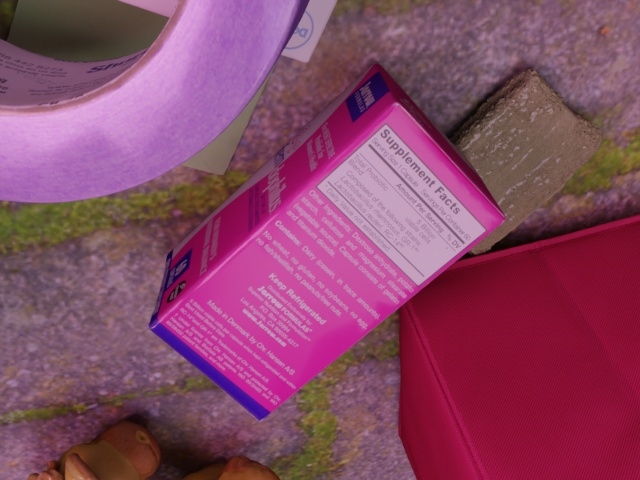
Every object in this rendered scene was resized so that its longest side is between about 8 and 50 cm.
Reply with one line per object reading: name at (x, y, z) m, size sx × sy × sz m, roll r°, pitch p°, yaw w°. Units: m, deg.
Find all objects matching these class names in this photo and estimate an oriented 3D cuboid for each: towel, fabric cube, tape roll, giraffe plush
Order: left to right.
tape roll at (-0.134, -0.158, 0.359) m, size 0.275 × 0.090 × 0.275 m, roll 3°, pitch 117°, yaw 6°
giraffe plush at (-0.160, 0.232, 0.685) m, size 0.170 × 0.210 × 0.181 m, roll 44°, pitch 110°, yaw -8°
towel at (0.139, -0.056, 0.632) m, size 0.110 × 0.027 × 0.148 m, roll 31°, pitch 114°, yaw -33°
fabric cube at (0.219, 0.171, 0.668) m, size 0.259 × 0.258 × 0.254 m, roll -15°, pitch 137°, yaw -7°

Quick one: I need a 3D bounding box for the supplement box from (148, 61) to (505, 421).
supplement box at (0.000, 0.000, 0.560) m, size 0.220 × 0.111 × 0.114 m, roll -40°, pitch 111°, yaw 14°

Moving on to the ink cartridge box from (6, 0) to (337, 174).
ink cartridge box at (-0.086, -0.141, 0.477) m, size 0.171 × 0.056 × 0.235 m, roll 13°, pitch 120°, yaw -26°
